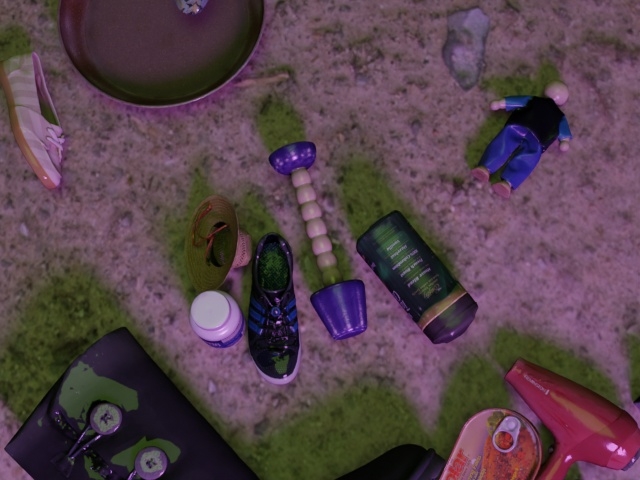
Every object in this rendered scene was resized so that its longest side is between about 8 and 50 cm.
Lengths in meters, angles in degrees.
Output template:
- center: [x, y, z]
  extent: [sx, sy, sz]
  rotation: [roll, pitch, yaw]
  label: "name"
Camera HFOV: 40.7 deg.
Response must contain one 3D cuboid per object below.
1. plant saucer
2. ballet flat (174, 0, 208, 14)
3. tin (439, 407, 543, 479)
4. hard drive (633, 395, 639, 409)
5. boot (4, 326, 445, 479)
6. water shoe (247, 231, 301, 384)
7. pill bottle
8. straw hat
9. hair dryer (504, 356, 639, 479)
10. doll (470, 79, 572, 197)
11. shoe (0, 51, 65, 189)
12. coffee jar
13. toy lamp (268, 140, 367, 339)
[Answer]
- center: [-0.234, -0.333, 1.291]
  extent: [0.310, 0.050, 0.311]
  rotation: [0, 74, 1]
  label: "plant saucer"
- center: [-0.184, -0.425, 1.257]
  extent: [0.070, 0.070, 0.188]
  rotation: [4, 76, 2]
  label: "ballet flat"
- center: [0.210, 0.303, 1.090]
  extent: [0.106, 0.040, 0.190]
  rotation: [25, 92, 21]
  label: "tin"
- center: [0.466, 0.249, 1.094]
  extent: [0.022, 0.094, 0.135]
  rotation: [-41, 78, -7]
  label: "hard drive"
- center: [-0.120, 0.272, 1.092]
  extent: [0.445, 0.146, 0.367]
  rotation: [40, 74, 17]
  label: "boot"
- center: [-0.068, 0.090, 1.157]
  extent: [0.073, 0.080, 0.203]
  rotation: [-6, 75, 0]
  label: "water shoe"
- center: [-0.137, 0.103, 1.135]
  extent: [0.067, 0.120, 0.067]
  rotation: [0, 75, 1]
  label: "pill bottle"
- center: [-0.127, 0.007, 1.186]
  extent: [0.061, 0.144, 0.144]
  rotation: [12, 71, -37]
  label: "straw hat"
- center: [0.306, 0.288, 1.097]
  extent: [0.223, 0.080, 0.293]
  rotation: [-13, 75, -1]
  label: "hair dryer"
- center: [0.293, -0.157, 1.233]
  extent: [0.129, 0.046, 0.189]
  rotation: [38, 79, 9]
  label: "doll"
- center: [-0.408, -0.177, 1.239]
  extent: [0.058, 0.076, 0.219]
  rotation: [-23, 74, 0]
  label: "shoe"
- center: [0.130, 0.053, 1.155]
  extent: [0.079, 0.096, 0.184]
  rotation: [-38, 77, -5]
  label: "coffee jar"
- center: [0.000, 0.000, 1.181]
  extent: [0.080, 0.080, 0.275]
  rotation: [-18, 76, -3]
  label: "toy lamp"
